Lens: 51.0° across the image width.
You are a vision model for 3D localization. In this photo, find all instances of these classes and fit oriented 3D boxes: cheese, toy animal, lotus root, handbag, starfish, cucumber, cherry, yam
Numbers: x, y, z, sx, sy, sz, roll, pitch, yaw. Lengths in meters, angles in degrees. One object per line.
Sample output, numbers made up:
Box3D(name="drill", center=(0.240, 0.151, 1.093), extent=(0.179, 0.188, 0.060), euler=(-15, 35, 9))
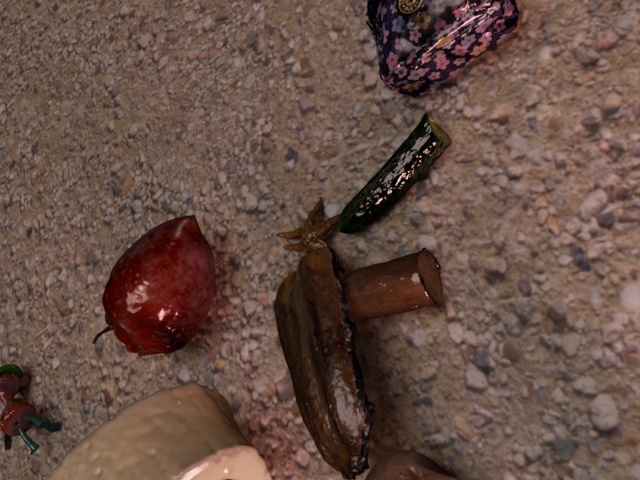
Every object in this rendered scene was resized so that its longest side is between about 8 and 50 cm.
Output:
Box3D(name="cheese", center=(-0.222, 0.362, 0.937), extent=(0.332, 0.292, 0.153), euler=(-43, 55, 4))
Box3D(name="toy animal", center=(-0.604, 0.341, 1.351), extent=(0.208, 0.100, 0.103), euler=(31, 135, 35))
Box3D(name="lotus root", center=(-0.008, 0.163, 0.909), extent=(0.167, 0.078, 0.329), euler=(109, 154, -45))
Box3D(name="handbag", center=(0.160, -0.341, 0.962), extent=(0.228, 0.126, 0.208), euler=(-34, 60, 34))
Box3D(name="starfish", center=(-0.002, -0.002, 1.031), extent=(0.133, 0.041, 0.130), euler=(-44, 57, 18))
Box3D(name="cucumber", center=(0.100, -0.085, 0.974), extent=(0.215, 0.052, 0.058), euler=(-47, 65, 16))
Box3D(name="cherry", center=(-0.262, 0.071, 1.113), extent=(0.175, 0.192, 0.250), euler=(22, 82, 3))
Box3D(name="yam", center=(0.099, 0.064, 0.916), extent=(0.127, 0.084, 0.084), euler=(-21, 65, 32))

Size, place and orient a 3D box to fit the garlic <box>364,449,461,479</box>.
Box3D(name="garlic", center=(0.135, 0.345, 0.729), extent=(0.207, 0.257, 0.207), euler=(0, 86, -1))

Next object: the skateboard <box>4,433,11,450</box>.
Box3D(name="skateboard", center=(-0.680, 0.404, 1.415), extent=(0.083, 0.032, 0.064), euler=(-2, 86, 33))
